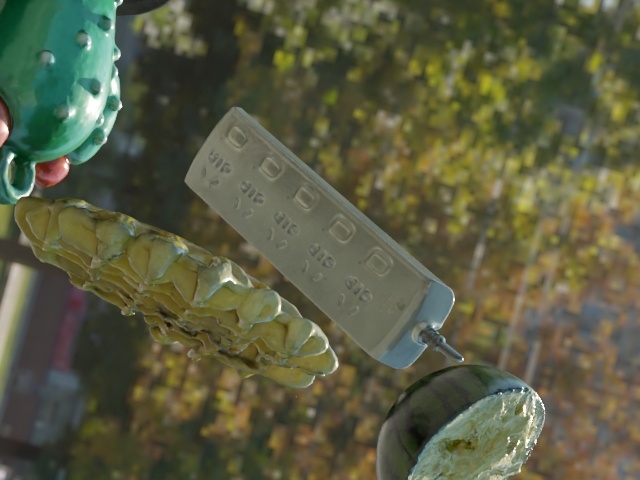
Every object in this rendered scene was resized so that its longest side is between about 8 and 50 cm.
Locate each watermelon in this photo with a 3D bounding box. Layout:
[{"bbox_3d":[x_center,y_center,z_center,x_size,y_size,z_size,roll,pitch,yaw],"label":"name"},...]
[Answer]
[{"bbox_3d":[0.070,0.108,1.024,0.062,0.105,0.105,46,-49,36],"label":"watermelon"}]

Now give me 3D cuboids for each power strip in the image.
[{"bbox_3d":[0.000,0.000,1.153,0.060,0.253,0.027,-56,146,11],"label":"power strip"}]

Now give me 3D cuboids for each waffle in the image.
[{"bbox_3d":[-0.109,0.038,1.438,0.056,0.261,0.250,-60,141,-13],"label":"waffle"}]

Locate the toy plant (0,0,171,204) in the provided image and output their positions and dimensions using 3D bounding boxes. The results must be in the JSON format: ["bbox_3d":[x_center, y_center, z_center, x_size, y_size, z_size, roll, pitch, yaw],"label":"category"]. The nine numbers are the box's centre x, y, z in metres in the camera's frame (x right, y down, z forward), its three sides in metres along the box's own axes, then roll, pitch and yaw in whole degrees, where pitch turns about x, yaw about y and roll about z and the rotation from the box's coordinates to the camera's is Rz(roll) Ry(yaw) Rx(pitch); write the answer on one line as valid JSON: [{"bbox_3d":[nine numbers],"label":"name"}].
[{"bbox_3d":[-0.208,-0.212,1.525,0.279,0.185,0.400,108,-6,-65],"label":"toy plant"}]
